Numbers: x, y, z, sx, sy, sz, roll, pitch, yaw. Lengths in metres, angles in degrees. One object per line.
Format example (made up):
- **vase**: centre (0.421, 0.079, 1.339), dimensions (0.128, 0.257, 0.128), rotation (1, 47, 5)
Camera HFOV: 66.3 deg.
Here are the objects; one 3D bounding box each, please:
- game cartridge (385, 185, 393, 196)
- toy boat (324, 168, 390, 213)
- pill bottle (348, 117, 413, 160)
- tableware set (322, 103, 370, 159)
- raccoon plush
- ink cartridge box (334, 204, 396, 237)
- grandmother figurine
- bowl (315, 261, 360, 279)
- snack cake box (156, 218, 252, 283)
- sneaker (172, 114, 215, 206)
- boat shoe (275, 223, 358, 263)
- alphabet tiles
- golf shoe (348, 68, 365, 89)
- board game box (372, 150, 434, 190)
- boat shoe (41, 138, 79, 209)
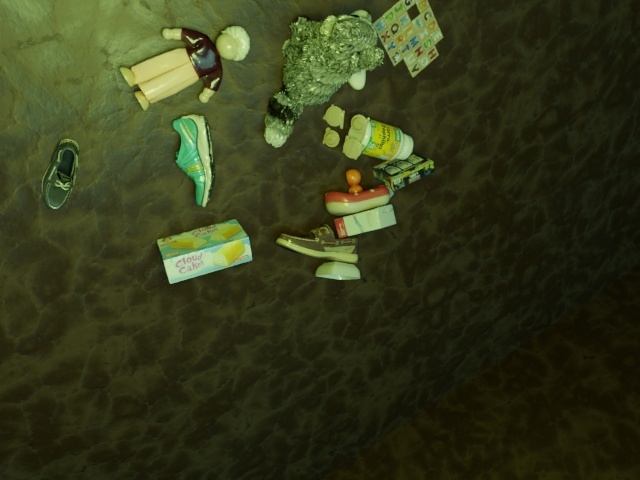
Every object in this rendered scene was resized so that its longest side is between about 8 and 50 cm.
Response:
- **game cartridge**: centre (0.233, -0.168, 1.831), dimensions (0.083, 0.017, 0.056), rotation (-38, 131, -3)
- **toy boat**: centre (0.120, -0.174, 1.713), dimensions (0.230, 0.151, 0.151), rotation (-15, 92, -20)
- **pill bottle**: centre (0.207, -0.336, 1.660), dimensions (0.208, 0.117, 0.118), rotation (9, 112, -30)
- **tableware set**: centre (0.077, -0.350, 1.581), dimensions (0.020, 0.168, 0.141), rotation (-37, 149, -57)
- **raccoon plush**: centre (0.014, -0.433, 1.385), dimensions (0.216, 0.299, 0.447), rotation (7, 113, -26)
- **ink cartridge box**: centre (0.158, -0.067, 1.722), dimensions (0.127, 0.175, 0.073), rotation (-16, 92, -54)
- **grandmother figurine**: centre (-0.343, -0.471, 1.318), dimensions (0.342, 0.104, 0.208), rotation (-30, 135, -6)
- **bowl**: centre (0.066, 0.114, 1.840), dimensions (0.141, 0.142, 0.053), rotation (11, 77, -31)
- **snack cake box**: centre (-0.366, 0.029, 1.548), dimensions (0.264, 0.152, 0.089), rotation (-17, 122, -19)
- **sneaker**: centre (-0.371, -0.233, 1.451), dimensions (0.109, 0.107, 0.276), rotation (-4, 115, -3)
- **boat shoe**: centre (0.000, 0.000, 1.754), dimensions (0.341, 0.123, 0.123), rotation (12, 89, -31)
- **alphabet tiles**: centre (0.296, -0.663, 1.592), dimensions (0.198, 0.009, 0.237), rotation (-41, 127, -1)
- **golf shoe**: centre (0.117, -0.548, 1.517), dimensions (0.069, 0.086, 0.176), rotation (-23, 126, -16)
- **board game box**: centre (0.291, -0.250, 1.736), dimensions (0.170, 0.141, 0.048), rotation (-25, 123, -13)
- **boat shoe**: centre (-0.700, -0.170, 1.319), dimensions (0.075, 0.065, 0.206), rotation (14, 109, -32)
